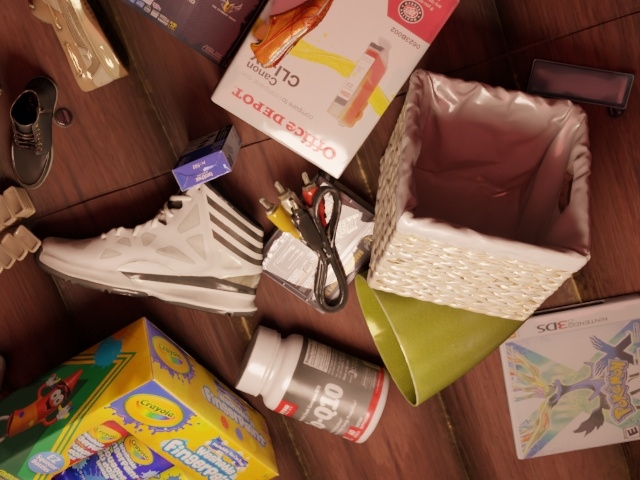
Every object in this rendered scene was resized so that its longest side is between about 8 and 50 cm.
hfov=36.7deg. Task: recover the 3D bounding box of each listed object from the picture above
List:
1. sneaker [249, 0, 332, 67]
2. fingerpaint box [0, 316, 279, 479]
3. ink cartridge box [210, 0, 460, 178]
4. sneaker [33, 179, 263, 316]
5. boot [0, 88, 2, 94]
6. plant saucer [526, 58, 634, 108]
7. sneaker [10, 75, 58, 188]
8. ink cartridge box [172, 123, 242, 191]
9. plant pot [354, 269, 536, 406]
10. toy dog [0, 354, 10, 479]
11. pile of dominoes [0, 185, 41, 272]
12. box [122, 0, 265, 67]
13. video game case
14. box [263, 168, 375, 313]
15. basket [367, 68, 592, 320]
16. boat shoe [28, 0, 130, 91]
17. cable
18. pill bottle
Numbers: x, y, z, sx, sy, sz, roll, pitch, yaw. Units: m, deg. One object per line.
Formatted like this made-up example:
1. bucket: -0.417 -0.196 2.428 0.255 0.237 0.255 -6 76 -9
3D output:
1. sneaker: -0.047 -0.362 1.593 0.175 0.064 0.067 -40 91 12
2. fingerpaint box: -0.356 0.398 1.893 0.371 0.163 0.445 -29 135 10
3. ink cartridge box: 0.022 -0.347 1.713 0.279 0.160 0.385 32 108 -10
4. sneaker: -0.319 -0.015 1.871 0.447 0.169 0.258 11 89 5
5. boot: -0.635 -0.340 1.770 0.213 0.077 0.165 -31 106 17
6. plant saucer: 0.484 -0.294 1.804 0.192 0.018 0.067 8 110 -3
7. sneaker: -0.550 -0.192 1.800 0.083 0.118 0.222 10 110 -3
8. ink cartridge box: -0.204 -0.154 1.762 0.097 0.207 0.046 -21 108 8
9. plant pot: 0.254 0.132 1.855 0.293 0.275 0.275 -23 109 -8
10. toy dog: -0.691 0.399 2.025 0.220 0.161 0.334 28 93 -6
11. pile of dominoes: -0.671 -0.008 1.893 0.251 0.040 0.196 -33 78 12
12. box: -0.222 -0.452 1.729 0.232 0.059 0.183 34 106 -8
13. video game case: 0.535 0.287 2.004 0.300 0.036 0.329 -11 110 5
14. box: 0.004 0.004 1.897 0.183 0.056 0.231 35 107 -12
15. basket: 0.273 -0.071 1.691 0.331 0.328 0.266 11 149 -5
16. boat shoe: -0.466 -0.427 1.712 0.110 0.122 0.341 -24 109 8
17. cable: 0.000 0.000 1.852 0.139 0.072 0.287 -30 120 -7
18. pill bottle: -0.018 0.286 1.944 0.283 0.161 0.161 22 109 -7
